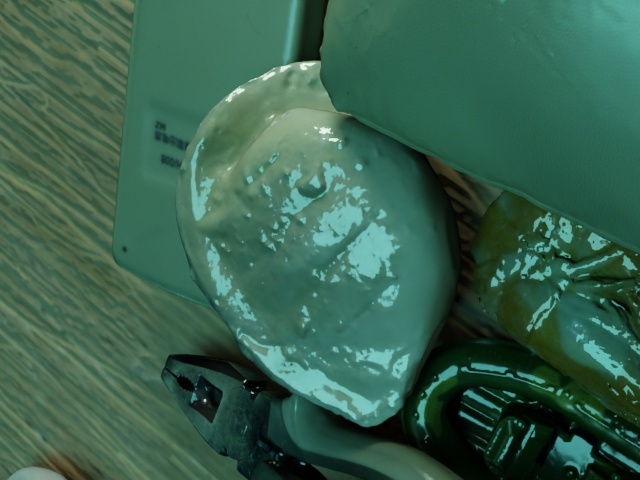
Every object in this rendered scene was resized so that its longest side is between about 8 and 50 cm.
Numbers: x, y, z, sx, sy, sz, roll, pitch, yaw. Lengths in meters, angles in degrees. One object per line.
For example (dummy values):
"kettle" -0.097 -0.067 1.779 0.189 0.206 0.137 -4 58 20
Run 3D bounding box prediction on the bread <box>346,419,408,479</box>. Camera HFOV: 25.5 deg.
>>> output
"bread" 0.069 0.223 0.779 0.139 0.095 0.269 -45 60 28

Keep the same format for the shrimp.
"shrimp" 0.144 0.043 0.681 0.184 0.043 0.091 48 117 20

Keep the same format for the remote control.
"remote control" -0.055 -0.100 0.800 0.123 0.038 0.285 19 113 30

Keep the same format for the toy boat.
"toy boat" 0.131 0.122 0.713 0.210 0.052 0.104 33 109 25

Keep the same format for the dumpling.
"dumpling" 0.000 -0.001 0.742 0.150 0.092 0.176 -2 108 16

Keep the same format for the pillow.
"pillow" 0.125 -0.164 0.584 0.255 0.120 0.322 28 119 27

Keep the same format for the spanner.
"spanner" 0.009 0.134 0.756 0.325 0.040 0.095 30 107 45

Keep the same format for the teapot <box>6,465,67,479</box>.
"teapot" -0.281 0.345 1.002 0.424 0.252 0.280 -60 28 13
